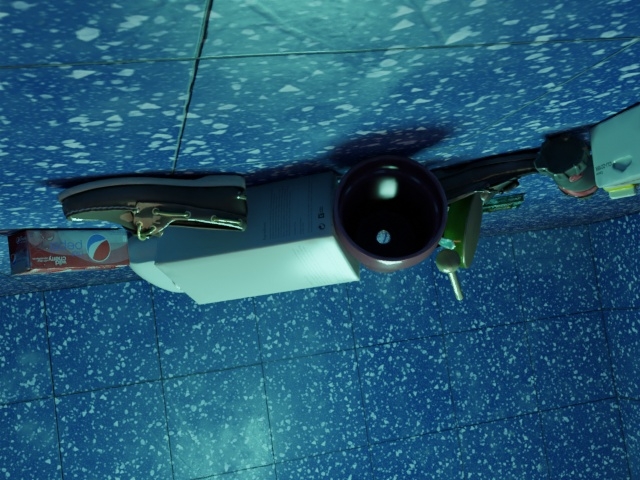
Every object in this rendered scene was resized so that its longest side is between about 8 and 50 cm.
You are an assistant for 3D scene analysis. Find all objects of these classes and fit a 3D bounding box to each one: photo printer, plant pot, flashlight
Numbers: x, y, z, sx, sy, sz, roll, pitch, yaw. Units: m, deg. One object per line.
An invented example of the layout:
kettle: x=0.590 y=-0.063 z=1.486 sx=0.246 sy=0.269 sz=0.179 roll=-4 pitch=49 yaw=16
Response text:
photo printer: x=-0.340 y=0.048 z=1.898 sx=0.307 sy=0.107 sz=0.256 roll=-9 pitch=155 yaw=16
plant pot: x=0.122 y=-0.028 z=1.319 sx=0.201 sy=0.201 sz=0.180 roll=-8 pitch=160 yaw=-1
flashlight: x=0.505 y=-0.147 z=1.436 sx=0.103 sy=0.103 sz=0.304 roll=22 pitch=-177 yaw=24

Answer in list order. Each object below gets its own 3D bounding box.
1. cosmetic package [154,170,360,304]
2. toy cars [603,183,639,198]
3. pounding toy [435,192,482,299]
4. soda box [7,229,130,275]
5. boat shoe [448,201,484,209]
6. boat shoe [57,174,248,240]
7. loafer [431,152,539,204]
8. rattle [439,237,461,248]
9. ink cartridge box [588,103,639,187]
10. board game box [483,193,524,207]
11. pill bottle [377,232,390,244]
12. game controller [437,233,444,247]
cosmetic package: x=-0.120 y=0.003 z=1.447 sx=0.365 sy=0.155 sz=0.197 roll=-8 pitch=149 yaw=15
toy cars: x=0.750 y=-0.160 z=1.695 sx=0.176 sy=0.087 sz=0.394 roll=-8 pitch=175 yaw=-2
pounding toy: x=0.285 y=-0.012 z=1.622 sx=0.110 sy=0.237 sz=0.183 roll=10 pitch=153 yaw=21
soda box: x=-0.571 y=0.024 z=1.657 sx=0.083 sy=0.092 sz=0.263 roll=-11 pitch=175 yaw=37
boat shoe: x=0.310 y=-0.101 z=1.712 sx=0.227 sy=0.079 sz=0.081 roll=-2 pitch=177 yaw=-25
boat shoe: x=-0.274 y=-0.053 z=1.229 sx=0.324 sy=0.097 sz=0.116 roll=-5 pitch=174 yaw=-32
loafer: x=0.321 y=-0.111 z=1.515 sx=0.302 sy=0.095 sz=0.109 roll=-10 pitch=175 yaw=23
rattle: x=0.171 y=-0.030 z=1.483 sx=0.142 sy=0.200 sz=0.130 roll=-39 pitch=-164 yaw=4
ink cartridge box: x=0.625 y=-0.171 z=1.215 sx=0.272 sy=0.114 sz=0.197 roll=-8 pitch=176 yaw=-8
board game box: x=0.568 y=-0.115 z=2.273 sx=0.126 sy=0.026 sz=0.186 roll=-9 pitch=175 yaw=9
pill bottle: x=0.130 y=-0.048 z=1.779 sx=0.219 sy=0.123 sz=0.123 roll=-6 pitch=175 yaw=-16
game controller: x=0.210 y=-0.021 z=1.923 sx=0.319 sy=0.067 sz=0.166 roll=-17 pitch=-140 yaw=-33
